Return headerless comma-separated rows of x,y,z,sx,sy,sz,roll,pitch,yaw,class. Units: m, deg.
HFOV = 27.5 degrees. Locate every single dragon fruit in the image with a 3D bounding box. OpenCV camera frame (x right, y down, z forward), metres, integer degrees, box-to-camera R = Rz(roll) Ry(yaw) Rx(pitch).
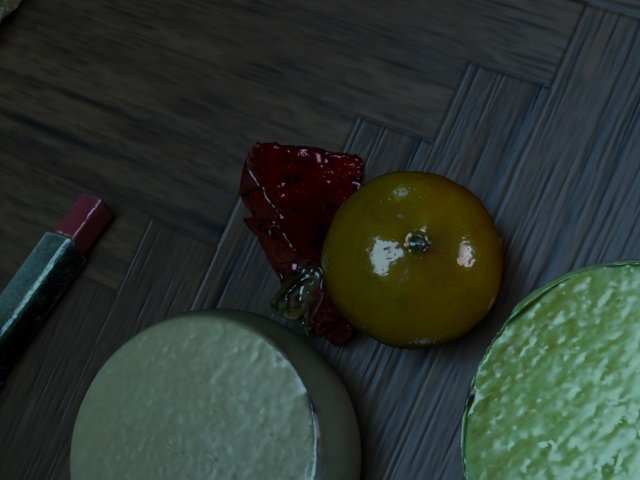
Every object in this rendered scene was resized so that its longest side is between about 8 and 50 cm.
-0.011,0.009,1.209,0.092,0.122,0.192,-44,60,53,dragon fruit

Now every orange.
0.079,0.015,1.114,0.156,0.124,0.156,-1,73,4,orange

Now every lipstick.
-0.312,0.083,1.319,0.051,0.051,0.312,36,90,28,lipstick

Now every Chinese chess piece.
-0.094,0.192,1.166,0.273,0.102,0.273,-5,76,22,Chinese chess piece

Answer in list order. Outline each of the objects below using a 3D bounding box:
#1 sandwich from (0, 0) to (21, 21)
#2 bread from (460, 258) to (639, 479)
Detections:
-0.404,-0.277,1.443,0.193,0.058,0.162,-30,68,11,sandwich
0.251,0.161,1.054,0.301,0.045,0.301,-6,75,23,bread
